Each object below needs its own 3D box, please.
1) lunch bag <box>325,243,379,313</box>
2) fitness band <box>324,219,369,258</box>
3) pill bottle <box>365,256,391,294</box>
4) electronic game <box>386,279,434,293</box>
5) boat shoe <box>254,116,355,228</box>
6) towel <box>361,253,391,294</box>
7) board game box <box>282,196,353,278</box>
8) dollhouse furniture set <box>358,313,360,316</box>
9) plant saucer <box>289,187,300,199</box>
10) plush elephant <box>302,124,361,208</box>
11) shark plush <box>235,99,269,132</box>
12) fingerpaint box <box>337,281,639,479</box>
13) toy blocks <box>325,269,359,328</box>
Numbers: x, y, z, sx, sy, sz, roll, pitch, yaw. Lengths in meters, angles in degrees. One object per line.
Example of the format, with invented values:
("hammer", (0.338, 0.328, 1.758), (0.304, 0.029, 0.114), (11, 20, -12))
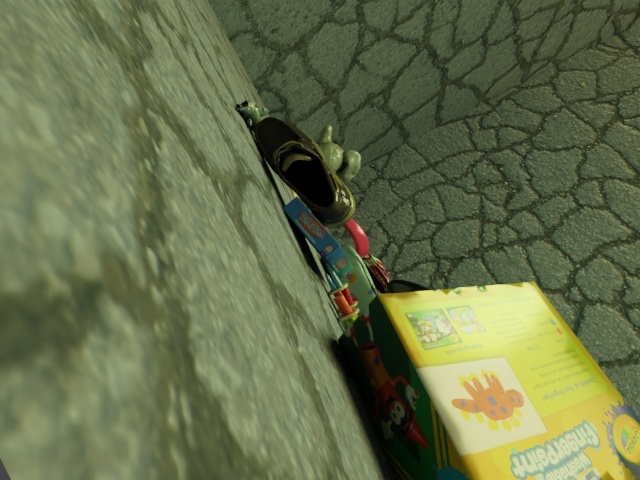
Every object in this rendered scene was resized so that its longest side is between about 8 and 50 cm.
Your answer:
("lunch bag", (0.109, 0.149, 1.301), (0.224, 0.108, 0.279), (-123, -173, -88))
("fitness band", (0.068, -0.003, 1.459), (0.209, 0.054, 0.291), (52, -24, 7))
("pill bottle", (0.199, 0.217, 1.539), (0.181, 0.181, 0.323), (61, 4, -41))
("electronic game", (0.269, 0.166, 1.043), (0.229, 0.048, 0.229), (29, -17, 10))
("boat shoe", (-0.046, -0.188, 1.008), (0.355, 0.132, 0.130), (48, 1, 19))
("towel", (0.239, 0.195, 1.292), (0.329, 0.037, 0.237), (54, -3, 17))
("board game box", (0.000, 0.000, 1.002), (0.160, 0.047, 0.210), (49, -3, 20))
("dollhouse furniture set", (0.262, 0.288, 1.056), (0.355, 0.174, 0.303), (30, 22, -50))
("plant saucer", (-0.089, -0.165, 1.479), (0.083, 0.015, 0.083), (63, 3, -6))
("plush elephant", (-0.004, -0.305, 1.568), (0.255, 0.272, 0.330), (-47, -139, 47))
("shark plush", (-0.173, -0.317, 1.064), (0.161, 0.073, 0.067), (-153, -112, -86))
("fingerpaint box", (0.305, 0.274, 0.726), (0.163, 0.445, 0.371), (-57, -134, 40))
("toy blocks", (0.054, 0.143, 0.957), (0.148, 0.054, 0.123), (62, 5, -3))
